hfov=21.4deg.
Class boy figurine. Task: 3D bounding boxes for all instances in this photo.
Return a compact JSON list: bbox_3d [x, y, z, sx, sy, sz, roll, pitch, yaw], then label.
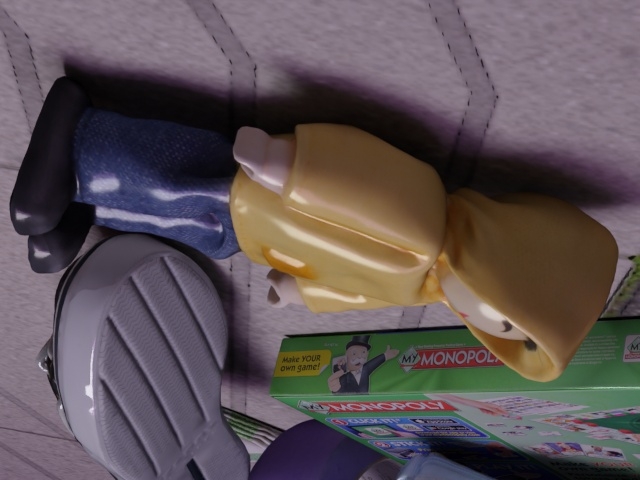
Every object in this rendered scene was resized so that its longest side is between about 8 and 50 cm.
[{"bbox_3d":[0.000,0.000,0.837,0.285,0.092,0.177,15,157,4],"label":"boy figurine"}]

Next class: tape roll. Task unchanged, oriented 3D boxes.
[{"bbox_3d":[0.031,0.225,1.263,0.080,0.189,0.189,-10,150,45],"label":"tape roll"}]

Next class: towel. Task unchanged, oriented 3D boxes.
[{"bbox_3d":[-0.110,0.153,1.397,0.152,0.023,0.113,26,155,-31],"label":"towel"}]

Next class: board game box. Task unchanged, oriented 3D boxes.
[{"bbox_3d":[0.154,0.114,1.106,0.317,0.046,0.213,-5,152,40],"label":"board game box"}]

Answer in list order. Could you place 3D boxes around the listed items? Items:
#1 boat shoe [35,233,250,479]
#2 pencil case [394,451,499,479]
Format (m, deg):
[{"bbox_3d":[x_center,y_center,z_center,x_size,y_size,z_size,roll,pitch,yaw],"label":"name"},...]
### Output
[{"bbox_3d":[-0.133,0.094,1.116,0.119,0.121,0.335,34,154,24],"label":"boat shoe"},{"bbox_3d":[0.172,0.229,1.118,0.273,0.113,0.124,15,133,19],"label":"pencil case"}]
